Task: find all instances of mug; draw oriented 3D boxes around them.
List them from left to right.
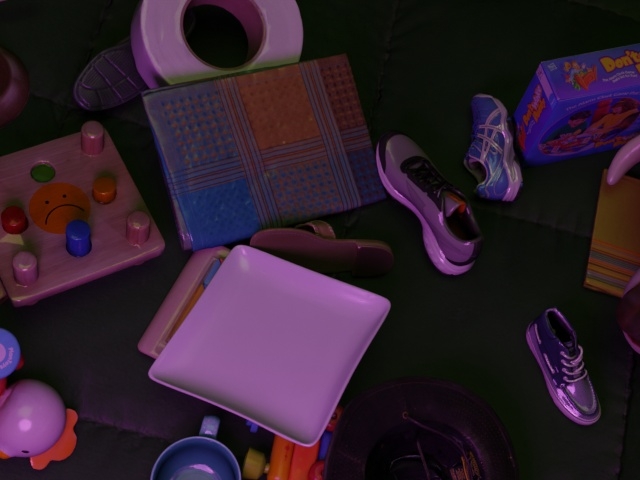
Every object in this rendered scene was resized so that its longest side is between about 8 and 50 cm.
[{"bbox_3d":[-0.172,0.350,1.572,0.129,0.097,0.158,43,66,13],"label":"mug"}]

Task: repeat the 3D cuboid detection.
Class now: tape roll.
[{"bbox_3d":[-0.176,-0.352,1.848,0.286,0.100,0.286,2,83,-19],"label":"tape roll"}]

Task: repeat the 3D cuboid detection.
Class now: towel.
[{"bbox_3d":[-0.089,-0.151,1.789,0.370,0.040,0.271,-15,91,-22],"label":"towel"},{"bbox_3d":[0.519,-0.010,1.876,0.102,0.021,0.237,19,63,-4],"label":"towel"}]

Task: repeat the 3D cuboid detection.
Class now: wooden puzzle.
[{"bbox_3d":[-0.136,0.130,1.710,0.239,0.044,0.221,26,65,6],"label":"wooden puzzle"}]

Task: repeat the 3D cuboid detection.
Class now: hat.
[{"bbox_3d":[0.129,0.358,1.587,0.331,0.134,0.331,12,62,-23],"label":"hat"}]

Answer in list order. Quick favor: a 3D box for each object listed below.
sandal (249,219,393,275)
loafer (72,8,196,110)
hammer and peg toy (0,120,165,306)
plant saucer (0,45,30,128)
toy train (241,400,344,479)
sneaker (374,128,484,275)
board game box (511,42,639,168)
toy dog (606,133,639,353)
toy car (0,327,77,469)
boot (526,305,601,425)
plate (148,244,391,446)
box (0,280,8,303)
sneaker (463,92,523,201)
[{"bbox_3d":[-0.001,0.005,1.784,0.240,0.088,0.079,7,33,-12],"label":"sandal"},{"bbox_3d":[-0.328,-0.315,1.890,0.267,0.084,0.096,-45,108,-19],"label":"loafer"},{"bbox_3d":[-0.452,-0.020,1.679,0.361,0.127,0.266,-22,68,-23],"label":"hammer and peg toy"},{"bbox_3d":[-0.599,-0.269,1.845,0.199,0.036,0.198,2,65,-5],"label":"plant saucer"},{"bbox_3d":[-0.053,0.345,1.582,0.144,0.105,0.248,13,64,-4],"label":"toy train"},{"bbox_3d":[0.190,-0.078,1.804,0.100,0.108,0.271,-24,74,-28],"label":"sneaker"},{"bbox_3d":[0.516,-0.242,1.865,0.347,0.233,0.078,-12,67,-13],"label":"board game box"},{"bbox_3d":[0.607,0.005,1.704,0.396,0.284,0.407,14,79,28],"label":"toy dog"},{"bbox_3d":[-0.460,0.258,1.554,0.238,0.219,0.210,41,63,-19],"label":"toy car"},{"bbox_3d":[0.393,0.200,1.721,0.069,0.086,0.190,-24,70,-17],"label":"boot"},{"bbox_3d":[-0.071,0.156,1.626,0.277,0.045,0.278,20,56,18],"label":"plate"},{"bbox_3d":[-0.585,0.044,1.707,0.201,0.021,0.164,41,67,11],"label":"box"},{"bbox_3d":[0.291,-0.166,1.885,0.081,0.080,0.211,-4,64,-13],"label":"sneaker"}]
